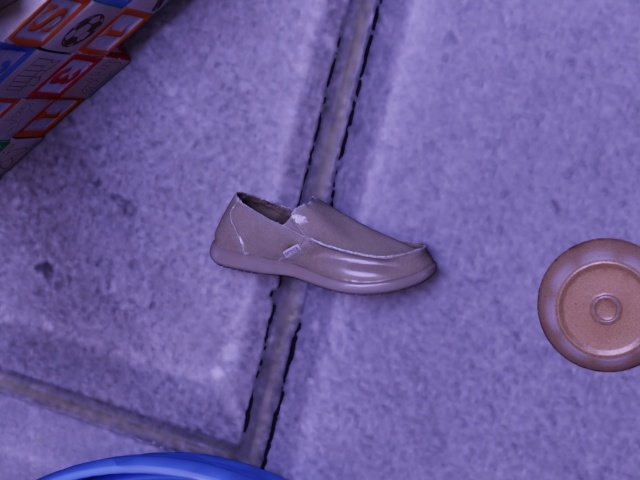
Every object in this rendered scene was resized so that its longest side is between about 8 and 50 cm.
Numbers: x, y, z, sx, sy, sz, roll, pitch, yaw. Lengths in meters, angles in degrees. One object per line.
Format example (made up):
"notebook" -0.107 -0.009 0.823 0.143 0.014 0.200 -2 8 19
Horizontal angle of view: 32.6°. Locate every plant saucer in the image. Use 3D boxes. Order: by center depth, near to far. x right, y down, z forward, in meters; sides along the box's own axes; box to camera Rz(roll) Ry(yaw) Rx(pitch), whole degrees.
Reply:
"plant saucer" 0.173 0.041 0.663 0.083 0.015 0.084 2 97 15

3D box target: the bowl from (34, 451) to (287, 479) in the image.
"bowl" -0.094 0.329 0.738 0.390 0.077 0.391 2 98 15

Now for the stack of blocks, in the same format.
"stack of blocks" -0.187 -0.132 0.656 0.297 0.171 0.087 -38 86 15

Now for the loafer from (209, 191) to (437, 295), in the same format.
"loafer" 0.000 0.000 0.682 0.147 0.056 0.050 7 105 14
